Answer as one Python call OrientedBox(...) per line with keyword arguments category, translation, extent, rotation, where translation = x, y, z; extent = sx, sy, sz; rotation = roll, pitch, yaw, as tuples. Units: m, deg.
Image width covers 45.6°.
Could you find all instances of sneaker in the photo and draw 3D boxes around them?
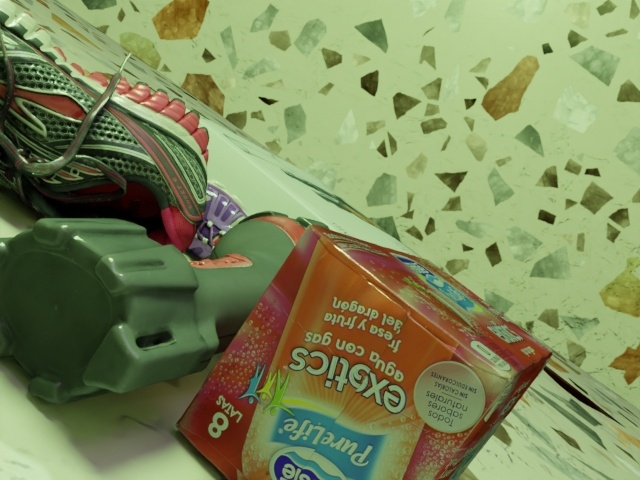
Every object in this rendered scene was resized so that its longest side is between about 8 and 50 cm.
OrientedBox(category="sneaker", translation=(-0.205, -0.081, 0.519), extent=(0.299, 0.121, 0.112), rotation=(21, 44, -30))
OrientedBox(category="sneaker", translation=(-0.083, 0.001, 0.684), extent=(0.170, 0.068, 0.071), rotation=(34, 13, -5))

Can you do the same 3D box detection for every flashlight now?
OrientedBox(category="flashlight", translation=(-0.073, 0.026, 0.470), extent=(0.304, 0.103, 0.103), rotation=(3, 73, -69))

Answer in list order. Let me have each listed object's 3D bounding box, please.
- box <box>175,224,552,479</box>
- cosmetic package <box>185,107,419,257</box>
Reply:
OrientedBox(category="box", translation=(0.047, 0.086, 0.465), extent=(0.123, 0.128, 0.257), rotation=(37, 9, 20))
OrientedBox(category="cosmetic package", translation=(0.000, 0.000, 0.929), extent=(0.377, 0.097, 0.284), rotation=(40, 12, 35))
